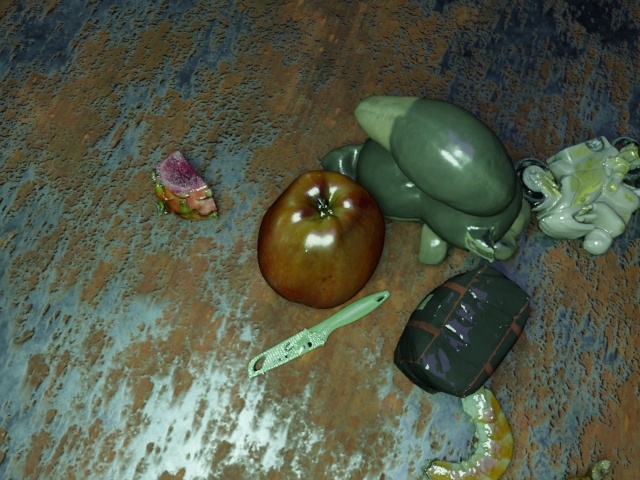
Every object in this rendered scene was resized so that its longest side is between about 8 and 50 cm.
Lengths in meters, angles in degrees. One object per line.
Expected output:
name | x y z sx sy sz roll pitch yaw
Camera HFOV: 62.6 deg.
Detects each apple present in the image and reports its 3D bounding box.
apple | -0.001 0.001 0.888 0.233 0.234 0.234 2 68 -4

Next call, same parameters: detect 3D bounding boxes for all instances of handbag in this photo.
handbag | 0.225 0.153 0.871 0.155 0.169 0.215 39 72 8

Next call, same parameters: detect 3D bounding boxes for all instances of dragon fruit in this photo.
dragon fruit | -0.263 -0.088 0.970 0.096 0.102 0.147 -31 64 -23

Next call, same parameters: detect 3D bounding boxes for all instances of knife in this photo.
knife | 0.002 0.163 0.929 0.293 0.020 0.043 -26 74 -14

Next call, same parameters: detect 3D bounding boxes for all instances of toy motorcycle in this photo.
toy motorcycle | 0.531 -0.088 1.027 0.340 0.108 0.223 -17 79 -19

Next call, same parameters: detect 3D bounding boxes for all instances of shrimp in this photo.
shrimp | 0.232 0.324 0.873 0.166 0.049 0.161 -18 71 -3

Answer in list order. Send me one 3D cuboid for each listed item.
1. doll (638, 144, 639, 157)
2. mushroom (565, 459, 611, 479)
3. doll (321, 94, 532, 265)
doll | 0.735 -0.076 0.950 0.317 0.209 0.340 -12 95 -24
mushroom | 0.425 0.428 0.823 0.135 0.080 0.171 26 71 -5
doll | 0.180 -0.150 0.885 0.382 0.379 0.252 35 73 28
